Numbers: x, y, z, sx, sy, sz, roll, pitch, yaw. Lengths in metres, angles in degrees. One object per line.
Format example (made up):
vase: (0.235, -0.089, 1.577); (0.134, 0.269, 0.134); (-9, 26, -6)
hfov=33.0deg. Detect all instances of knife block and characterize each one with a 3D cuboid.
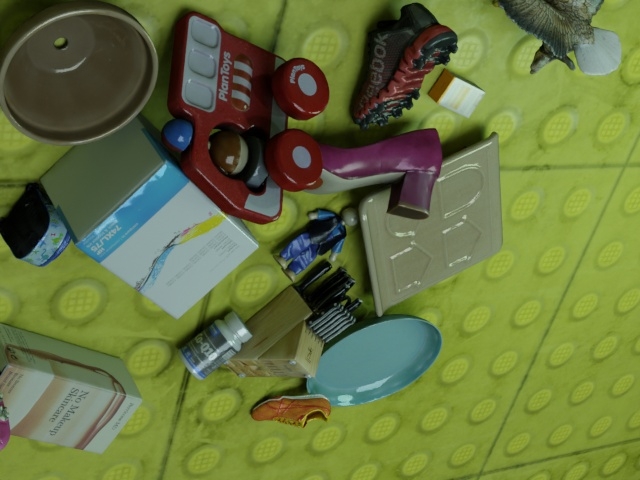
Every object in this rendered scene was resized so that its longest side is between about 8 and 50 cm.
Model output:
knife block: (-0.059, 0.154, 2.200); (0.275, 0.242, 0.088); (-4, 146, 30)

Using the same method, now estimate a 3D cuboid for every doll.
doll: (0.000, 0.000, 2.122); (0.189, 0.046, 0.129); (-39, 128, -9)

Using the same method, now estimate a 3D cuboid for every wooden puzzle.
wooden puzzle: (0.225, -0.040, 2.225); (0.347, 0.080, 0.322); (-29, 137, -17)

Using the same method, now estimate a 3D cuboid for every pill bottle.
pill bottle: (-0.206, 0.205, 2.130); (0.137, 0.078, 0.078); (-39, 137, -1)

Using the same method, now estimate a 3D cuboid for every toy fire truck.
toy fire truck: (-0.137, -0.187, 1.718); (0.254, 0.302, 0.169); (19, 156, -35)

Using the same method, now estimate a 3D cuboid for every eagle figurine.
eagle figurine: (0.408, -0.426, 1.935); (0.225, 0.226, 0.298); (-14, 149, 9)

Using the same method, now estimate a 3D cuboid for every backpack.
backpack: (-0.453, -0.014, 1.753); (0.105, 0.114, 0.084); (-49, 136, 9)

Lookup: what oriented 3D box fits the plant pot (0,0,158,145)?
plant pot: (-0.369, -0.265, 1.598); (0.237, 0.110, 0.237); (-18, 139, -17)

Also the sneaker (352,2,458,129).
sneaker: (0.128, -0.312, 1.916); (0.097, 0.135, 0.276); (-15, 157, -40)

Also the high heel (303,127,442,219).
high heel: (0.051, -0.171, 1.997); (0.377, 0.127, 0.181); (18, 70, -25)

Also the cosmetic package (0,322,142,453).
cosmetic package: (-0.492, 0.271, 1.953); (0.296, 0.129, 0.153); (23, 109, -44)

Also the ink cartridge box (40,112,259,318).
ink cartridge box: (-0.277, -0.046, 1.785); (0.197, 0.198, 0.270); (-42, 136, 3)

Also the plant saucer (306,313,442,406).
plant saucer: (0.114, 0.257, 2.375); (0.317, 0.044, 0.318); (-15, 142, -12)

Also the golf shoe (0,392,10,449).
golf shoe: (-0.631, 0.234, 1.764); (0.140, 0.306, 0.115); (-38, 180, 17)

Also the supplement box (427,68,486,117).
supplement box: (0.261, -0.281, 2.071); (0.098, 0.036, 0.062); (18, 113, -42)

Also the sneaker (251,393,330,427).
sneaker: (-0.064, 0.375, 2.353); (0.175, 0.067, 0.064); (-7, 145, 1)
